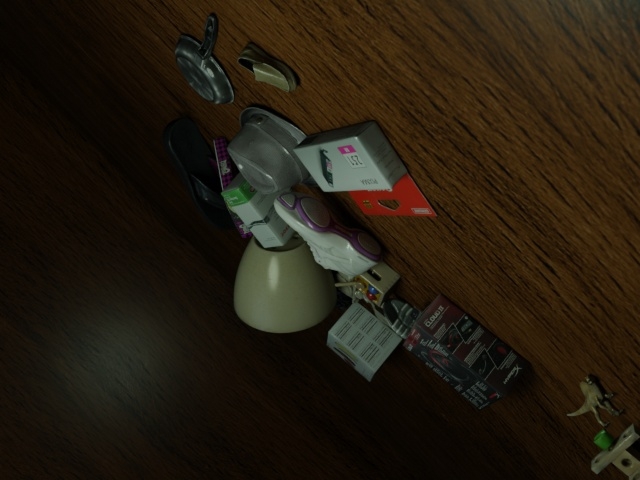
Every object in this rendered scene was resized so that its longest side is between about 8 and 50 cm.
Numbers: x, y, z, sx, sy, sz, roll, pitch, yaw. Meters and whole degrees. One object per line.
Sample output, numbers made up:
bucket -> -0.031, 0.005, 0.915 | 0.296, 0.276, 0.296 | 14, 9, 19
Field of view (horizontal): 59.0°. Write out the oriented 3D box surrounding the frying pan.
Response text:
frying pan -> -0.263, -0.408, 1.353 | 0.197, 0.053, 0.326 | 52, 163, -24

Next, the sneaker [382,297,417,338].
sneaker -> 0.257, 0.262, 1.625 | 0.229, 0.086, 0.132 | 42, 164, 4

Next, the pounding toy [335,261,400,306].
pounding toy -> 0.126, 0.110, 1.546 | 0.141, 0.100, 0.130 | 39, 160, 15

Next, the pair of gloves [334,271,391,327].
pair of gloves -> 0.133, 0.172, 1.758 | 0.240, 0.042, 0.204 | 38, 161, 21

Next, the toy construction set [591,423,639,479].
toy construction set -> 0.639, 0.456, 1.056 | 0.237, 0.257, 0.309 | 47, 142, 19

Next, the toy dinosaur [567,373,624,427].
toy dinosaur -> 0.579, 0.341, 1.189 | 0.092, 0.053, 0.183 | 49, 161, 40

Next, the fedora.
fedora -> -0.129, -0.197, 1.388 | 0.275, 0.124, 0.243 | 33, 159, 31

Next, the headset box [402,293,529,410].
headset box -> 0.342, 0.276, 1.428 | 0.293, 0.110, 0.218 | 39, 161, 17

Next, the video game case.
video game case -> -0.260, -0.157, 1.698 | 0.210, 0.042, 0.232 | 77, 178, -57

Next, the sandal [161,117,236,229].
sandal -> -0.355, -0.193, 1.840 | 0.107, 0.167, 0.445 | 7, 142, 35

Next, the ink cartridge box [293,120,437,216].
ink cartridge box -> 0.085, -0.126, 1.195 | 0.239, 0.060, 0.275 | 53, 160, -20

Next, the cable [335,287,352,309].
cable -> 0.044, 0.172, 1.942 | 0.150, 0.047, 0.184 | 50, 170, 4

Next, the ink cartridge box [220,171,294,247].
ink cartridge box -> -0.150, -0.104, 1.567 | 0.087, 0.153, 0.208 | -10, 125, 44

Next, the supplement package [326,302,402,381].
supplement package -> 0.145, 0.348, 1.940 | 0.203, 0.149, 0.194 | 38, 161, 15

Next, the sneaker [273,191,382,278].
sneaker -> 0.000, 0.000, 1.411 | 0.305, 0.114, 0.152 | 34, 132, -12

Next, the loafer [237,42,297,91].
loafer -> -0.110, -0.343, 1.151 | 0.148, 0.050, 0.056 | 38, 161, 20

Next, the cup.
cup -> -0.116, 0.087, 1.745 | 0.331, 0.331, 0.237 | 29, 135, 38
